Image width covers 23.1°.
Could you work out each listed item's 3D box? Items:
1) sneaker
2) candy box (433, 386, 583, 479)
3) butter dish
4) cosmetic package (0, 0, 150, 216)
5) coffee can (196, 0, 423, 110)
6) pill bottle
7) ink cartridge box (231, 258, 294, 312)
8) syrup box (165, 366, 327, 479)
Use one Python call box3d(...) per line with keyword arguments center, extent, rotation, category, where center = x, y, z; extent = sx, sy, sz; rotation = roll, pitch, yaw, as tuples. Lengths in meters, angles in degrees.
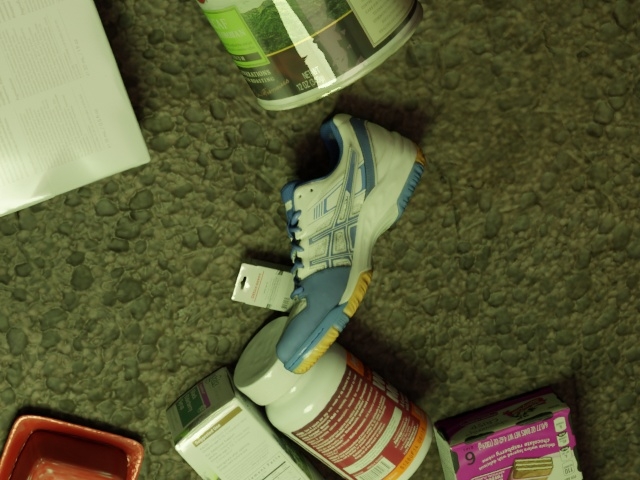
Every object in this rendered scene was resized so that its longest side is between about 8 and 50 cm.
box3d(center=(0.000, 0.000, 1.726), extent=(0.131, 0.112, 0.296), rotation=(28, 71, -9), category="sneaker")
box3d(center=(0.243, 0.316, 1.935), extent=(0.159, 0.071, 0.233), rotation=(-17, 112, -8), category="candy box")
box3d(center=(-0.288, 0.298, 1.774), extent=(0.159, 0.118, 0.160), rotation=(17, 103, -19), category="butter dish")
box3d(center=(-0.370, -0.210, 1.592), extent=(0.284, 0.097, 0.377), rotation=(-21, 112, -8), category="cosmetic package")
box3d(center=(-0.046, -0.300, 1.583), extent=(0.201, 0.201, 0.275), rotation=(-33, 113, -1), category="coffee can")
box3d(center=(0.014, 0.190, 1.809), extent=(0.221, 0.121, 0.121), rotation=(39, 96, -22), category="pill bottle")
box3d(center=(-0.059, 0.051, 1.793), extent=(0.083, 0.028, 0.048), rotation=(13, 105, -18), category="ink cartridge box")
box3d(center=(-0.071, 0.270, 1.830), extent=(0.096, 0.093, 0.237), rotation=(-39, 113, 2), category="syrup box")
